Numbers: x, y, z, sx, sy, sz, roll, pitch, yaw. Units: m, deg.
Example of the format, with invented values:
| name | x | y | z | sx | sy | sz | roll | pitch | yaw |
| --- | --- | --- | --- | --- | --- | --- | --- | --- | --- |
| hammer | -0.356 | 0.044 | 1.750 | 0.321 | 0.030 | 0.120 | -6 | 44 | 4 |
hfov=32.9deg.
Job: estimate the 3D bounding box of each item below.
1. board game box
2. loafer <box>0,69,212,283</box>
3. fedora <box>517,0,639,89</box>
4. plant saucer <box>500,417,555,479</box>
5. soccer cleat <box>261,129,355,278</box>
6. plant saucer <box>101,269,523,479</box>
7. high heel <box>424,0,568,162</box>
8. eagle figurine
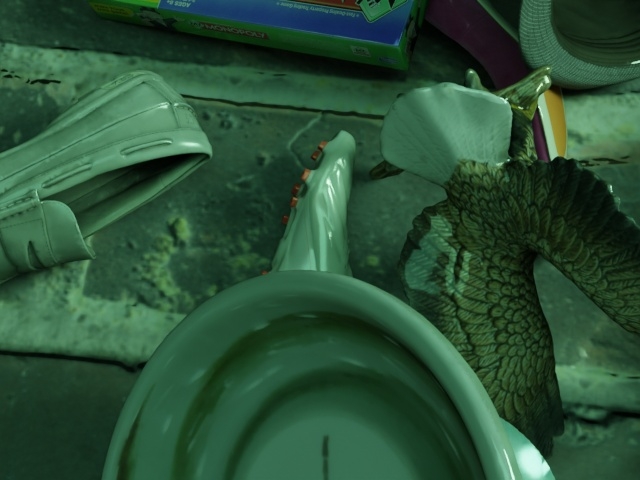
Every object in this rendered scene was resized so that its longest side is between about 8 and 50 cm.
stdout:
| name | x | y | z | sx | sy | sz | roll | pitch | yaw |
| --- | --- | --- | --- | --- | --- | --- | --- | --- | --- |
| board game box | -0.040 | -0.283 | 1.002 | 0.317 | 0.046 | 0.213 | 13 | 73 | 20 |
| loafer | -0.240 | -0.024 | 0.936 | 0.319 | 0.112 | 0.111 | -38 | 66 | -8 |
| fedora | 0.247 | -0.258 | 0.926 | 0.275 | 0.243 | 0.124 | -10 | 42 | -29 |
| plant saucer | 0.090 | 0.221 | 0.840 | 0.195 | 0.037 | 0.195 | 1 | 95 | 17 |
| soccer cleat | 0.000 | 0.000 | 0.942 | 0.076 | 0.068 | 0.196 | 22 | 77 | -6 |
| plant saucer | -0.004 | 0.224 | 0.799 | 0.400 | 0.100 | 0.400 | -8 | 77 | 38 |
| high heel | 0.143 | -0.157 | 0.982 | 0.117 | 0.082 | 0.244 | -19 | 85 | 27 |
| eagle figurine | 0.170 | 0.013 | 0.853 | 0.225 | 0.226 | 0.298 | -11 | 69 | -13 |
